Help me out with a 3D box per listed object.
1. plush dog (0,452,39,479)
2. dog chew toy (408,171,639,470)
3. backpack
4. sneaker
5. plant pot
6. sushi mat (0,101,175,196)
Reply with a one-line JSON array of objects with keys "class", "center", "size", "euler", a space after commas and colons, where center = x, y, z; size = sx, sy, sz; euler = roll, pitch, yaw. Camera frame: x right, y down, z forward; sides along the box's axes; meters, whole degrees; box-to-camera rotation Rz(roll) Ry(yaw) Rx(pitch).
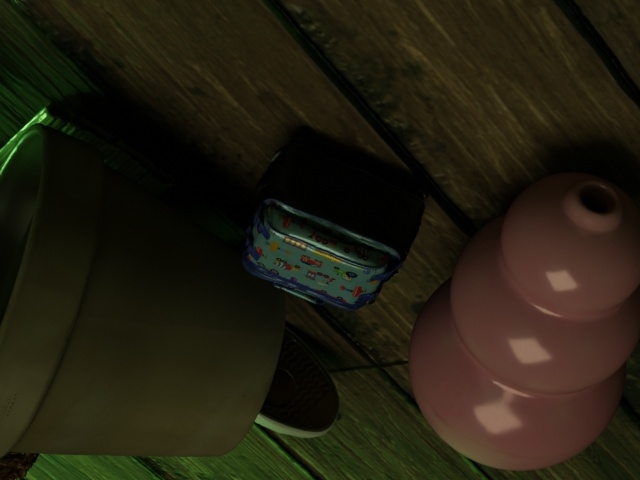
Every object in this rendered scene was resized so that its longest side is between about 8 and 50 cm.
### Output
[{"class": "plush dog", "center": [-0.391, 0.175, 2.129], "size": [0.225, 0.262, 0.210], "euler": [12, -178, 29]}, {"class": "dog chew toy", "center": [0.201, 0.064, 1.641], "size": [0.206, 0.207, 0.332], "euler": [19, 140, 1]}, {"class": "backpack", "center": [0.000, 0.000, 1.716], "size": [0.158, 0.117, 0.173], "euler": [24, 151, -6]}, {"class": "sneaker", "center": [-0.114, 0.127, 1.998], "size": [0.290, 0.106, 0.123], "euler": [33, 156, -6]}, {"class": "plant pot", "center": [-0.197, 0.082, 1.748], "size": [0.280, 0.323, 0.323], "euler": [19, 149, -18]}, {"class": "sushi mat", "center": [-0.285, -0.043, 1.894], "size": [0.151, 0.019, 0.316], "euler": [33, 146, -18]}]
